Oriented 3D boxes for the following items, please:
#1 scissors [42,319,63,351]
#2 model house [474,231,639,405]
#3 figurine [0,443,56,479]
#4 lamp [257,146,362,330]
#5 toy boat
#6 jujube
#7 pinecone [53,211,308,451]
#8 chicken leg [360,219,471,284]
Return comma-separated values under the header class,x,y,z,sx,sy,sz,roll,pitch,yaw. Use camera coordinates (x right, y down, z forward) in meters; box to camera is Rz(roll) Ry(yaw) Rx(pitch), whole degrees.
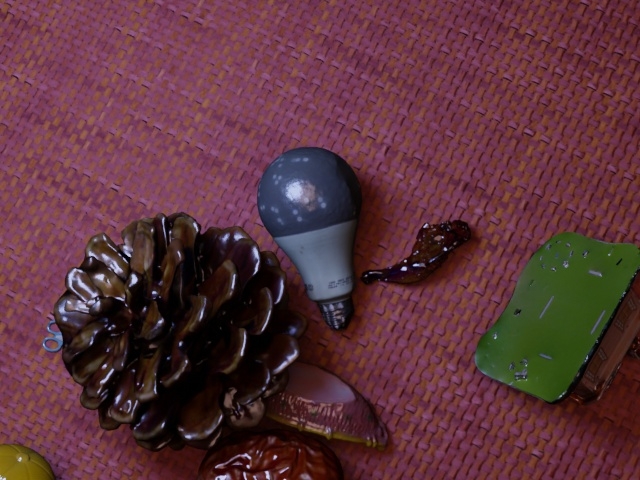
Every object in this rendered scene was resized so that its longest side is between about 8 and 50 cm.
class,x,y,z,sx,sy,sz,roll,pitch,yaw
scissors,-0.448,0.181,1.628,0.119,0.014,0.058,10,82,13
model house,0.418,0.151,1.474,0.207,0.154,0.293,16,68,54
figurine,-0.568,0.453,1.512,0.257,0.167,0.192,-37,50,2
lamp,-0.005,-0.006,1.518,0.182,0.182,0.313,-14,78,5
toy boat,-0.029,0.264,1.519,0.318,0.099,0.141,22,42,11
jujube,-0.082,0.413,1.441,0.232,0.213,0.212,5,80,6
pinecone,-0.228,0.134,1.414,0.398,0.398,0.397,-1,79,7
chicken leg,0.170,0.029,1.558,0.205,0.053,0.093,-35,54,-7
